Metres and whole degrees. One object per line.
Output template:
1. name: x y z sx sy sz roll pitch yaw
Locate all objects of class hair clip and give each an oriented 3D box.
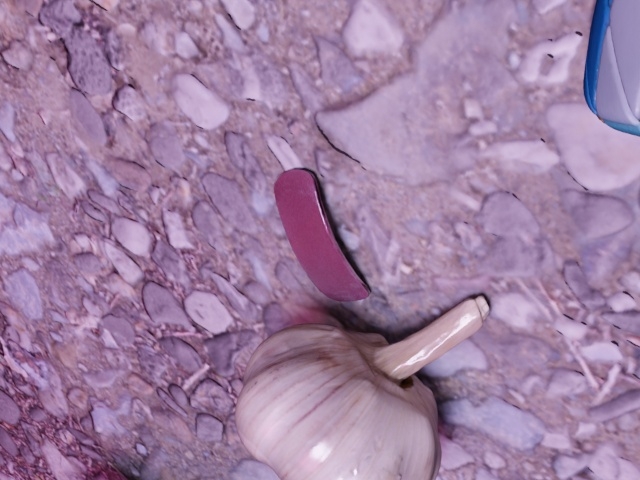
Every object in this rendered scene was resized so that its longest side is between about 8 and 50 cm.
1. hair clip: -0.001 0.000 0.820 0.054 0.022 0.137 -7 115 44

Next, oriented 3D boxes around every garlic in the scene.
1. garlic: 0.052 0.122 0.779 0.199 0.199 0.226 45 110 2

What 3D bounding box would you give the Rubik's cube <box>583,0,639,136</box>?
1. Rubik's cube: 0.203 -0.096 0.460 0.254 0.254 0.255 20 130 25
